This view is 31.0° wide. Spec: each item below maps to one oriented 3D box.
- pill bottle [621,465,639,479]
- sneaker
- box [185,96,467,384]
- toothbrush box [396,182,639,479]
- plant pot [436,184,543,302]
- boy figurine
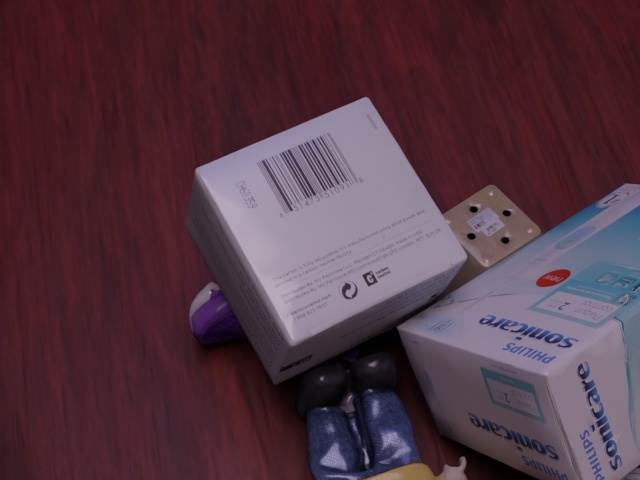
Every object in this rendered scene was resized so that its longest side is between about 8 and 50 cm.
[{"bbox_3d":[0.283,0.240,0.976,0.108,0.108,0.193,17,57,11],"label":"pill bottle"},{"bbox_3d":[-0.006,0.074,1.106,0.236,0.095,0.105,-10,64,-8],"label":"sneaker"},{"bbox_3d":[0.000,0.000,1.027,0.181,0.119,0.182,-25,74,-19],"label":"box"},{"bbox_3d":[0.252,0.073,1.010,0.295,0.126,0.216,-31,19,-21],"label":"toothbrush box"},{"bbox_3d":[0.162,0.012,1.140,0.109,0.096,0.109,-32,62,-20],"label":"plant pot"},{"bbox_3d":[0.052,0.242,0.987,0.177,0.092,0.285,-10,53,-10],"label":"boy figurine"}]
